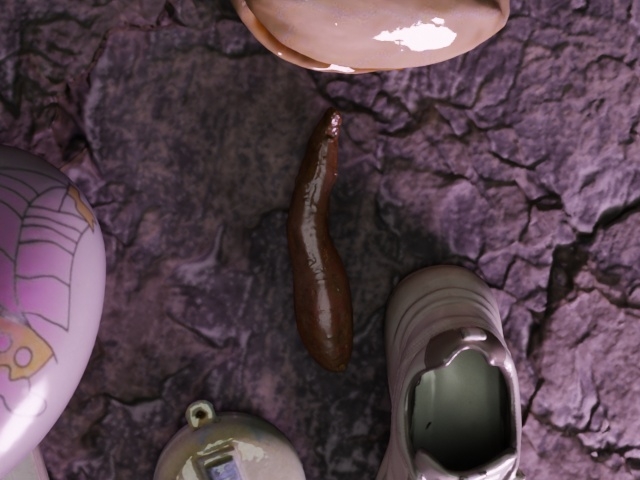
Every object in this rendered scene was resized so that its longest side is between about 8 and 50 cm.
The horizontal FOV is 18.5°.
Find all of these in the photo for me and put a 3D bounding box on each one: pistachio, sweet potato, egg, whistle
[{"bbox_3d":[0.027,-0.200,1.472,0.229,0.157,0.157,15,103,-23],"label":"pistachio"},{"bbox_3d":[0.000,0.000,1.572,0.050,0.050,0.214,-5,100,-7],"label":"sweet potato"},{"bbox_3d":[-0.260,0.055,1.445,0.196,0.271,0.196,9,140,8],"label":"egg"},{"bbox_3d":[-0.059,0.246,1.620,0.126,0.067,0.258,-20,109,-1],"label":"whistle"}]

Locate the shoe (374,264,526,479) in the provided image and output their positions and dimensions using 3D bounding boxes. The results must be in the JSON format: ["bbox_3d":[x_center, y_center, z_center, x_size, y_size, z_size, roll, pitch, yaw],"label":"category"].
[{"bbox_3d":[0.107,0.187,1.581,0.124,0.159,0.316,-4,103,-8],"label":"shoe"}]

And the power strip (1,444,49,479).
[{"bbox_3d":[-0.238,0.193,1.558,0.042,0.075,0.175,-16,93,-4],"label":"power strip"}]
